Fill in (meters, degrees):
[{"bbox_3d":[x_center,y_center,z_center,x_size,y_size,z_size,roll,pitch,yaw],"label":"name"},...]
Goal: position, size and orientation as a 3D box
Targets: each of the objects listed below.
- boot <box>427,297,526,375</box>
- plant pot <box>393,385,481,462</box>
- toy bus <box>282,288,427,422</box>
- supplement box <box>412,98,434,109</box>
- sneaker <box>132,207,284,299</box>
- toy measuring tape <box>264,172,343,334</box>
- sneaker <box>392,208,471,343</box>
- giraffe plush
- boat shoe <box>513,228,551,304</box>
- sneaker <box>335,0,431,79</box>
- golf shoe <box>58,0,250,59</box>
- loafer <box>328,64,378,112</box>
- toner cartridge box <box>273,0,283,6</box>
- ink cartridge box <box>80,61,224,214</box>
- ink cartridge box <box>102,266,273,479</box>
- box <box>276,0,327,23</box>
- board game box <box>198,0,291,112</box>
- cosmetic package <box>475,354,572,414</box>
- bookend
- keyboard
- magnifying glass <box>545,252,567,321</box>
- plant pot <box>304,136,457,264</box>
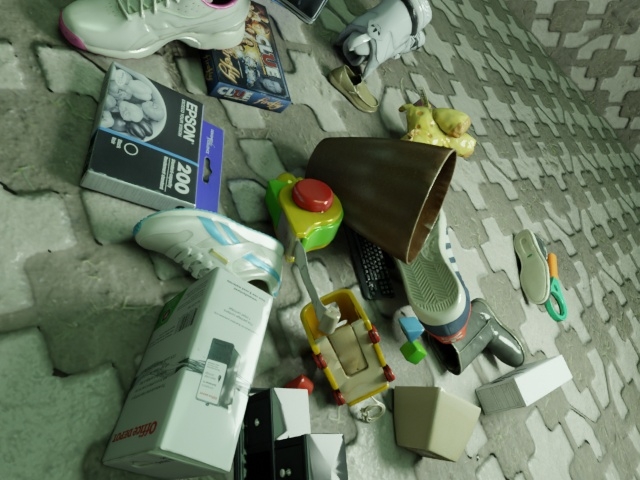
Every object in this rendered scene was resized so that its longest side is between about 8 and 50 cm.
[{"bbox_3d":[0.331,0.223,1.033,0.189,0.076,0.209,50,34,12],"label":"boot"},{"bbox_3d":[0.188,0.312,0.835,0.109,0.109,0.096,32,61,-25],"label":"plant pot"},{"bbox_3d":[0.043,0.171,0.772,0.191,0.202,0.104,16,26,-28],"label":"toy bus"},{"bbox_3d":[0.277,-0.329,1.329,0.055,0.043,0.083,19,54,-32],"label":"supplement box"},{"bbox_3d":[-0.150,0.023,0.700,0.229,0.087,0.092,19,56,-32],"label":"sneaker"},{"bbox_3d":[0.000,0.000,0.788,0.122,0.121,0.330,14,36,-37],"label":"toy measuring tape"},{"bbox_3d":[0.218,0.054,1.005,0.349,0.131,0.148,-89,156,-45],"label":"sneaker"},{"bbox_3d":[0.244,-0.225,1.170,0.210,0.181,0.170,44,65,-30],"label":"giraffe plush"},{"bbox_3d":[0.596,0.076,1.357,0.079,0.084,0.233,29,47,-27],"label":"boat shoe"},{"bbox_3d":[0.154,-0.518,1.267,0.137,0.210,0.366,55,8,-4],"label":"sneaker"},{"bbox_3d":[-0.247,-0.372,0.777,0.306,0.140,0.115,-23,81,-33],"label":"golf shoe"},{"bbox_3d":[0.086,-0.356,1.164,0.148,0.050,0.056,29,50,-27],"label":"loafer"},{"bbox_3d":[-0.183,-0.650,1.071,0.348,0.075,0.165,12,57,-38],"label":"toner cartridge box"},{"bbox_3d":[-0.233,-0.141,0.750,0.208,0.045,0.206,20,54,-35],"label":"ink cartridge box"},{"bbox_3d":[-0.149,0.157,0.573,0.087,0.153,0.208,33,49,-26],"label":"ink cartridge box"},{"bbox_3d":[-0.104,-0.688,0.840,0.472,0.297,0.479,30,36,-16],"label":"box"},{"bbox_3d":[-0.157,-0.373,0.957,0.165,0.042,0.243,1,66,-42],"label":"board game box"},{"bbox_3d":[0.444,0.308,1.070,0.239,0.099,0.060,-3,69,-44],"label":"cosmetic package"},{"bbox_3d":[-0.038,0.250,0.617,0.072,0.157,0.156,16,57,-36],"label":"bookend"},{"bbox_3d":[0.105,0.028,0.979,0.108,0.023,0.180,2,66,-42],"label":"keyboard"},{"bbox_3d":[0.685,0.133,1.448,0.092,0.026,0.230,36,46,-22],"label":"magnifying glass"},{"bbox_3d":[0.096,-0.098,0.897,0.231,0.215,0.215,23,40,19],"label":"plant pot"}]
